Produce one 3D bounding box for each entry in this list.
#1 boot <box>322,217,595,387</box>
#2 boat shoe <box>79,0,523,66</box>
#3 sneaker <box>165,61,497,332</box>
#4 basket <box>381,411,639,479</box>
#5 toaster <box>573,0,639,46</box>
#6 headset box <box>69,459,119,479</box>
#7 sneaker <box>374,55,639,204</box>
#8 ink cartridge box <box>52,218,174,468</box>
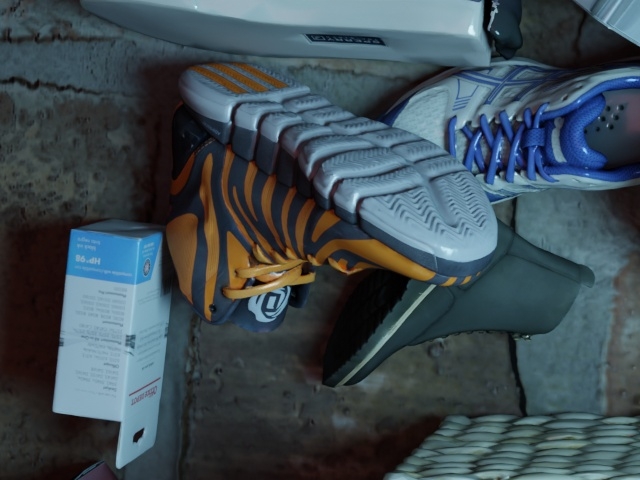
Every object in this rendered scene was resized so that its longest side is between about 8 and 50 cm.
[{"bbox_3d":[0.102,0.065,1.480,0.137,0.077,0.198,25,130,-21],"label":"boot"},{"bbox_3d":[-0.008,-0.226,1.460,0.340,0.127,0.158,6,81,11],"label":"boat shoe"},{"bbox_3d":[0.000,0.000,1.434,0.321,0.124,0.180,34,122,44],"label":"sneaker"},{"bbox_3d":[0.222,0.269,1.341,0.331,0.328,0.266,-1,93,13],"label":"basket"},{"bbox_3d":[0.229,-0.201,1.338,0.110,0.185,0.168,-56,39,14],"label":"toaster"},{"bbox_3d":[-0.201,0.337,1.547,0.218,0.110,0.293,-36,87,14],"label":"headset box"},{"bbox_3d":[0.165,-0.085,1.418,0.296,0.131,0.112,-11,95,14],"label":"sneaker"},{"bbox_3d":[-0.162,0.078,1.516,0.060,0.104,0.180,8,97,11],"label":"ink cartridge box"}]
